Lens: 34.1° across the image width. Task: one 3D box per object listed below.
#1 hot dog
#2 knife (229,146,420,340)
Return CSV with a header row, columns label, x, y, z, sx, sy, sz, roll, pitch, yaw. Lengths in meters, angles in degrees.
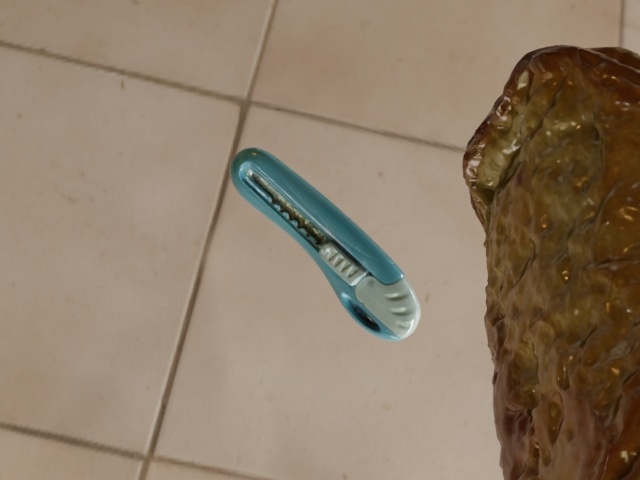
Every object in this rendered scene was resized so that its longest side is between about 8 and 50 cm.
label,x,y,z,sx,sy,sz,roll,pitch,yaw
hot dog,0.141,0.039,0.484,0.114,0.175,0.259,7,55,-14
knife,0.000,0.000,0.887,0.222,0.064,0.031,44,27,18
